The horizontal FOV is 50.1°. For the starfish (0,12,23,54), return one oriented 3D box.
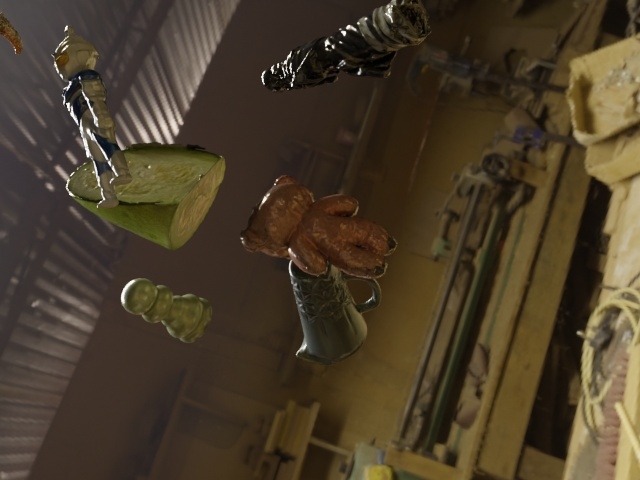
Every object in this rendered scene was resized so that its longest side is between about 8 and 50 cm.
[{"bbox_3d":[-0.453,-0.317,0.806,0.293,0.084,0.302,-113,-3,-62],"label":"starfish"}]

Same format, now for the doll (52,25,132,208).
[{"bbox_3d":[-0.287,-0.158,0.848,0.114,0.057,0.228,-37,67,61],"label":"doll"}]

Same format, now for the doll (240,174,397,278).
[{"bbox_3d":[0.000,0.000,1.387,0.201,0.303,0.156,-58,-14,-30],"label":"doll"}]

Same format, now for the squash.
[{"bbox_3d":[-0.403,-0.136,1.505,0.234,0.308,0.210,-56,-8,-41],"label":"squash"}]

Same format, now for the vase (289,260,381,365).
[{"bbox_3d":[0.022,0.141,1.603,0.156,0.250,0.301,57,171,43],"label":"vase"}]

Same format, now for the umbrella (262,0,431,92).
[{"bbox_3d":[0.040,-0.341,1.255,0.357,0.106,0.113,-14,43,39],"label":"umbrella"}]

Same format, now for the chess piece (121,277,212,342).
[{"bbox_3d":[-0.454,0.188,1.970,0.144,0.251,0.145,-26,48,33],"label":"chess piece"}]
